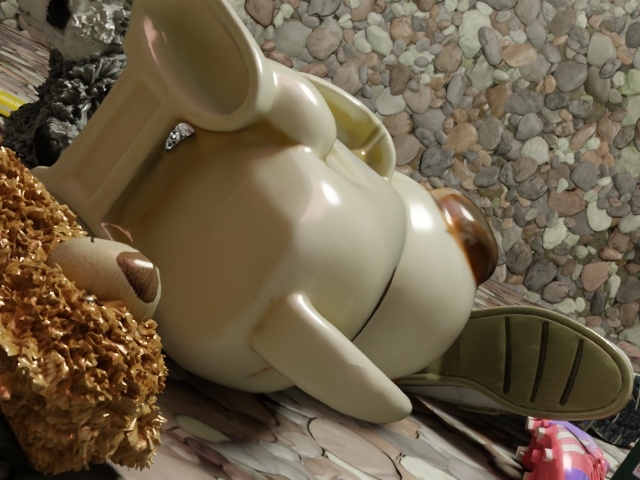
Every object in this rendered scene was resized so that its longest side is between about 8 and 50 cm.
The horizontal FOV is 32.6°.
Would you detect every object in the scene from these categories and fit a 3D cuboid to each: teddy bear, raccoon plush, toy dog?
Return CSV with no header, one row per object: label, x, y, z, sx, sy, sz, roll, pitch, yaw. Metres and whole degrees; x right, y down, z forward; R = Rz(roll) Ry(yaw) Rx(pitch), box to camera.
teddy bear,-0.193,-0.002,0.673,0.338,0.113,0.245,28,-34,58
raccoon plush,-0.214,-0.201,1.469,0.446,0.299,0.216,23,8,-40
toy dog,0.000,0.000,0.963,0.395,0.285,0.408,33,6,32

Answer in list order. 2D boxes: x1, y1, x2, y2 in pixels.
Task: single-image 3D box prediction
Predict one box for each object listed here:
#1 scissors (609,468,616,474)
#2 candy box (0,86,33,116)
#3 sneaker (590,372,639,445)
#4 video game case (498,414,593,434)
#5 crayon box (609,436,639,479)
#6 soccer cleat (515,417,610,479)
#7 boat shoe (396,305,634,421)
scissors,0.469,0.344,1.394,0.297,0.021,0.109,28,9,5
candy box,-0.444,-0.193,1.624,0.205,0.027,0.105,27,5,-17
sneaker,0.381,0.213,1.625,0.283,0.110,0.122,25,4,-29
video game case,0.222,0.167,1.299,0.212,0.023,0.193,30,-22,13
crayon box,0.431,0.314,1.057,0.318,0.081,0.202,35,1,-41
soccer cleat,0.250,0.226,1.089,0.095,0.083,0.248,15,1,6
boat shoe,0.188,0.128,1.156,0.302,0.113,0.103,8,-12,32
